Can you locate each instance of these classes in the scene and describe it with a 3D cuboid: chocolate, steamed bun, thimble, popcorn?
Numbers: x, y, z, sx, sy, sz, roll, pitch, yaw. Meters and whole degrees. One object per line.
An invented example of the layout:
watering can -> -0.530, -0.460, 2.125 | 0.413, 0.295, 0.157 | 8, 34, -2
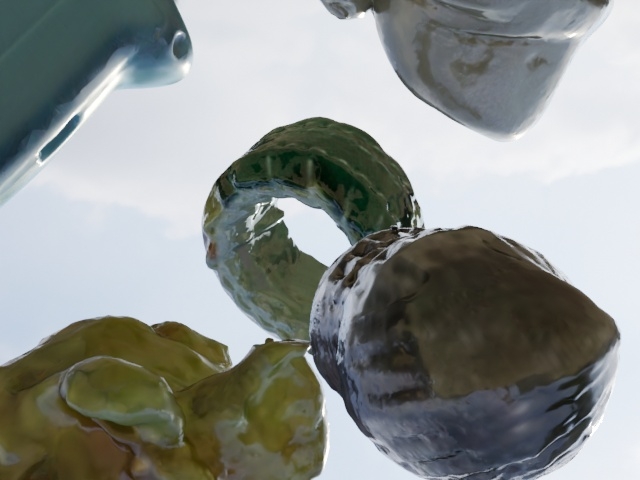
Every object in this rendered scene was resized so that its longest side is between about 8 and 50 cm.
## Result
chocolate -> 0.050, 0.046, 0.460 | 0.110, 0.110, 0.248 | 4, 178, -7
steamed bun -> 0.152, -0.319, 0.975 | 0.342, 0.255, 0.367 | 31, -140, -26
thimble -> 0.000, 0.000, 1.250 | 0.288, 0.254, 0.167 | 49, -146, -9
popcorn -> -0.161, 0.202, 0.838 | 0.274, 0.335, 0.279 | 25, 175, -42

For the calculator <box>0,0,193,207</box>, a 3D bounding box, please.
calculator -> -0.240, -0.162, 0.459 | 0.256, 0.386, 0.054 | -52, -158, -22
